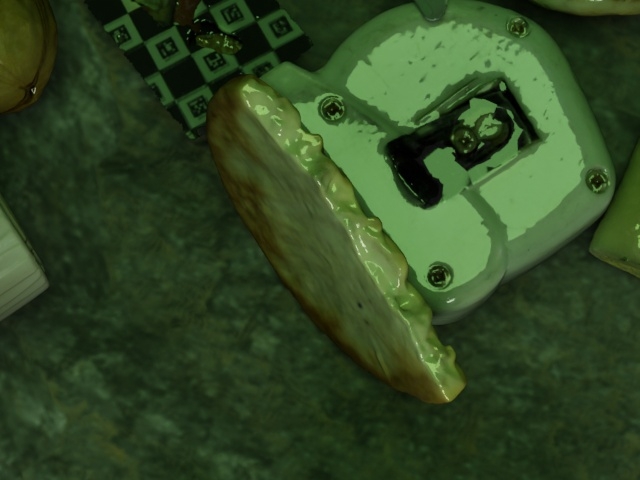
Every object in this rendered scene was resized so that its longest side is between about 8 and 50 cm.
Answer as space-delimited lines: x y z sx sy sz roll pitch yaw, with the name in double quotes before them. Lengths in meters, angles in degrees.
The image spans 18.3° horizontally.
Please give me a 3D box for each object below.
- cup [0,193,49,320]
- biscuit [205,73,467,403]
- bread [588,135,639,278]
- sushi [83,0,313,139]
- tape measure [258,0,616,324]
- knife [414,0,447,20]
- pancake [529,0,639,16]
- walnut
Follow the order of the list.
"cup" -0.396 0.012 1.651 0.273 0.288 0.208 -32 118 -6
"biscuit" 0.000 0.000 1.628 0.040 0.204 0.309 -37 100 -19
"bread" 0.326 -0.040 1.706 0.139 0.060 0.178 23 82 4
"sushi" -0.111 -0.191 1.741 0.139 0.031 0.201 -35 71 -6
"tape measure" 0.099 -0.078 1.681 0.265 0.130 0.258 -35 80 -5
"knife" 0.060 -0.276 1.710 0.058 0.032 0.244 -27 55 -9
"pancake" 0.253 -0.366 1.742 0.387 0.082 0.387 -1 71 3
"walnut" -0.307 -0.189 1.692 0.144 0.144 0.180 -40 73 -6
